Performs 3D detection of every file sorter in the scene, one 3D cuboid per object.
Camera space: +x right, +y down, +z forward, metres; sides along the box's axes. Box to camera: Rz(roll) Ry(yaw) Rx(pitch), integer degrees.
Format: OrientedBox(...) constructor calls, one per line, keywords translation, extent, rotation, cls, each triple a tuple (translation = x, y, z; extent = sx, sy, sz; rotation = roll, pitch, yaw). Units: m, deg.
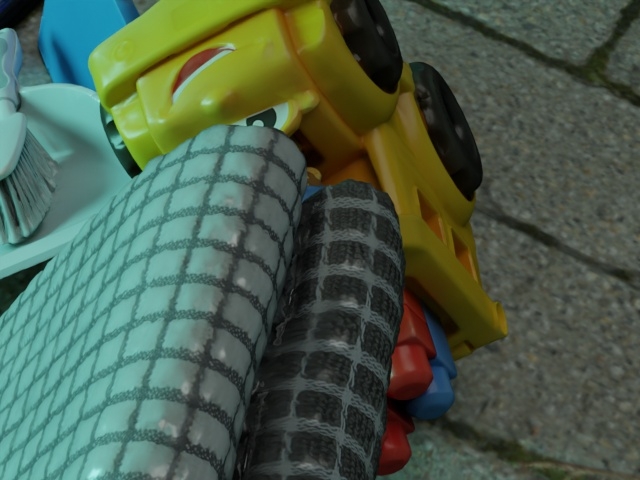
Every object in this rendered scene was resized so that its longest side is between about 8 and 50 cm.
OrientedBox(translation=(-0.088, -0.108, 0.960), extent=(0.105, 0.118, 0.170), rotation=(-7, 49, -25), cls="file sorter")

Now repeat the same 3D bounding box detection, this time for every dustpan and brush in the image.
OrientedBox(translation=(-0.172, -0.058, 0.910), extent=(0.147, 0.060, 0.211), rotation=(-22, 28, 6), cls="dustpan and brush")

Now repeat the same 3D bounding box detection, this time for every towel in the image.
OrientedBox(translation=(-0.082, 0.119, 0.639), extent=(0.121, 0.284, 0.235), rotation=(29, 45, -20), cls="towel")

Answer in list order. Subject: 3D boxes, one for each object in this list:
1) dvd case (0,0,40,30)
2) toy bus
OrientedBox(translation=(-0.289, -0.215, 1.076), extent=(0.253, 0.022, 0.180), rotation=(25, 46, 9), cls="dvd case")
OrientedBox(translation=(0.000, 0.000, 0.805), extent=(0.149, 0.220, 0.211), rotation=(-24, 53, 15), cls="toy bus")
